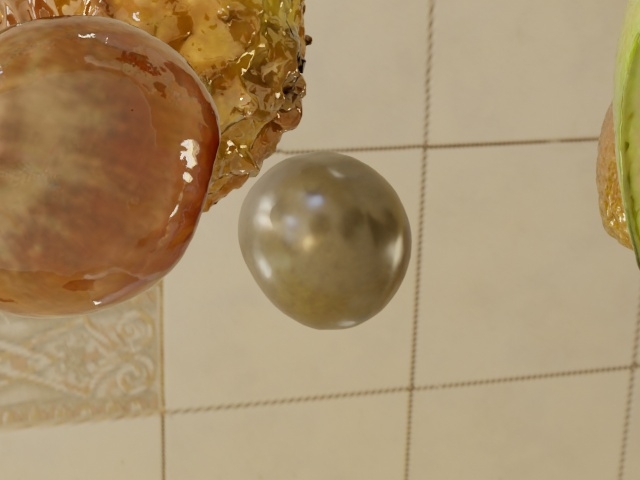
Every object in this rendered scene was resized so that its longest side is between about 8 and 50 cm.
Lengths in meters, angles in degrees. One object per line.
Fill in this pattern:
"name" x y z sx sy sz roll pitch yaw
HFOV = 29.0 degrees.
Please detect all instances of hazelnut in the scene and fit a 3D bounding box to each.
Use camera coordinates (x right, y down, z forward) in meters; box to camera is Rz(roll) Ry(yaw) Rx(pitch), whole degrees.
"hazelnut" -0.072 -0.020 0.336 0.086 0.086 0.086 -5 108 -16

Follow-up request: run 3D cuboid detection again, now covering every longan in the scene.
"longan" 0.000 0.000 1.622 0.248 0.248 0.248 -5 108 -16

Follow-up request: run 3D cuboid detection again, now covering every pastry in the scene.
"pastry" -0.205 -0.156 0.912 0.405 0.292 0.337 44 107 14

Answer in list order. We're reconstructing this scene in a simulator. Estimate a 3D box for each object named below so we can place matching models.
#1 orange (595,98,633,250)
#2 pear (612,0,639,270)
"orange" 0.483 -0.116 1.429 0.322 0.322 0.357 33 110 -24
"pear" 0.346 -0.101 0.781 0.399 0.165 0.398 -3 120 -6
